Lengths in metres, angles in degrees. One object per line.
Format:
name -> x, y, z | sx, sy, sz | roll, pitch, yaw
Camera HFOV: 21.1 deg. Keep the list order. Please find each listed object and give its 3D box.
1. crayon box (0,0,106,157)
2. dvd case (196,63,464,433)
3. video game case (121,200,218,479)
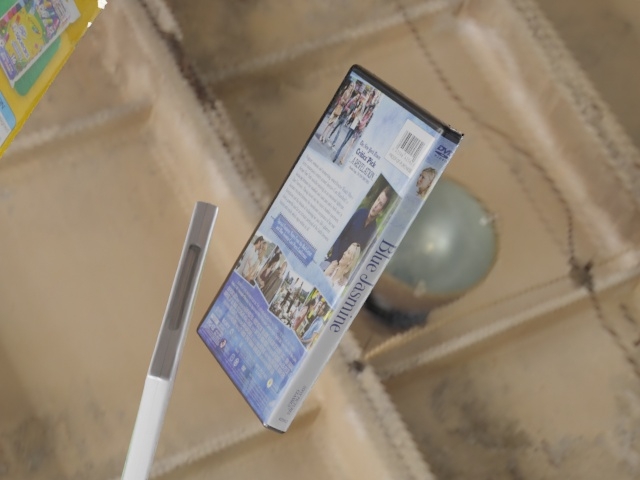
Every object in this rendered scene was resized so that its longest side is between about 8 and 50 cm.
crayon box -> -0.266, -0.127, 1.036 | 0.083, 0.203, 0.323 | -8, -143, 29
dvd case -> 0.000, 0.000, 1.289 | 0.022, 0.253, 0.180 | 27, -171, -27
video game case -> -0.136, 0.102, 1.521 | 0.023, 0.212, 0.193 | 15, -129, -3
